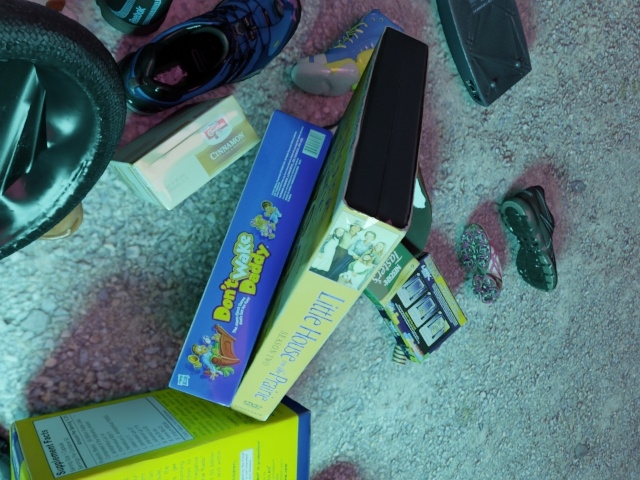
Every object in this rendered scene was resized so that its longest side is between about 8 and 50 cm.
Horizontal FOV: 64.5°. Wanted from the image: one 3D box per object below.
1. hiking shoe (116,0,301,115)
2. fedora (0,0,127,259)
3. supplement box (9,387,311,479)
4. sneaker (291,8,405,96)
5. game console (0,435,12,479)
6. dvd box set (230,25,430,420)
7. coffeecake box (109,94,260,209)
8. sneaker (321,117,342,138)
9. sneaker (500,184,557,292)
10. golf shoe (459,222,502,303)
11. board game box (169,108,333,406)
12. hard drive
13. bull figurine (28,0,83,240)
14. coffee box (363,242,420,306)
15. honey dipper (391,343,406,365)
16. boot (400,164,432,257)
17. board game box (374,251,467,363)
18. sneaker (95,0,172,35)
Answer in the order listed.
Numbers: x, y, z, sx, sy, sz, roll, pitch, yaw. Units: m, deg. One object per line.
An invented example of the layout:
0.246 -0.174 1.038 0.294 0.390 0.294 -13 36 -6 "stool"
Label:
-0.129 -0.262 0.694 0.304 0.132 0.113 -40 118 -19 "hiking shoe"
-0.346 -0.102 0.447 0.334 0.334 0.152 -34 77 -22 "fedora"
-0.212 0.333 0.701 0.356 0.194 0.195 -2 97 -36 "supplement box"
0.053 -0.312 0.840 0.240 0.091 0.126 -9 86 -30 "sneaker"
-0.473 0.493 0.672 0.342 0.060 0.387 -38 117 -20 "game console"
0.000 0.000 0.618 0.062 0.420 0.308 21 48 -7 "dvd box set"
-0.183 -0.116 0.657 0.142 0.185 0.068 -41 117 -18 "coffeecake box"
0.030 -0.170 0.859 0.152 0.053 0.061 -29 116 -25 "sneaker"
0.502 -0.001 1.160 0.106 0.101 0.267 -37 117 -23 "sneaker"
0.351 0.041 1.103 0.086 0.067 0.186 -44 122 -48 "golf shoe"
-0.095 0.018 0.706 0.078 0.233 0.347 21 88 -8 "board game box"
0.318 -0.410 0.990 0.172 0.054 0.255 -40 117 -19 "hard drive"
-0.369 -0.146 0.589 0.188 0.101 0.311 -8 101 -27 "bull figurine"
0.083 0.018 0.910 0.184 0.040 0.113 47 73 -13 "coffee box"
0.179 0.173 1.036 0.030 0.030 0.161 16 87 -33 "honey dipper"
0.149 -0.108 0.921 0.115 0.112 0.305 -60 144 -50 "boot"
0.192 0.130 1.000 0.141 0.048 0.170 -35 103 -20 "board game box"
-0.196 -0.433 0.615 0.125 0.139 0.341 1 97 -30 "sneaker"
